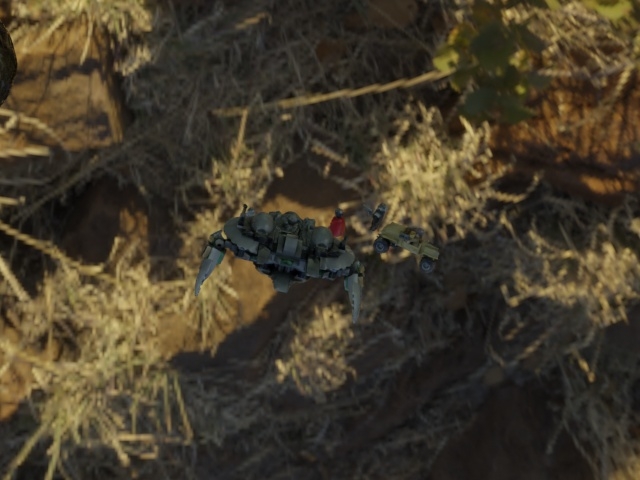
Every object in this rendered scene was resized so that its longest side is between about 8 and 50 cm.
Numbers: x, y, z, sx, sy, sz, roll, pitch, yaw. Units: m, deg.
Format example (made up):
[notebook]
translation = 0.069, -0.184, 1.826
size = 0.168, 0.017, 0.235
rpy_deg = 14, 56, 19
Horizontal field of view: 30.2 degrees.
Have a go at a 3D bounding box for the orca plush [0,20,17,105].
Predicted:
[orca plush]
translation = -0.311, -0.207, 0.899
size = 0.102, 0.287, 0.151
rpy_deg = -41, 146, -22

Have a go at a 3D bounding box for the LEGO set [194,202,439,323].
[LEGO set]
translation = -0.001, -0.001, 0.346
size = 0.054, 0.083, 0.023
rpy_deg = 28, 122, 23
